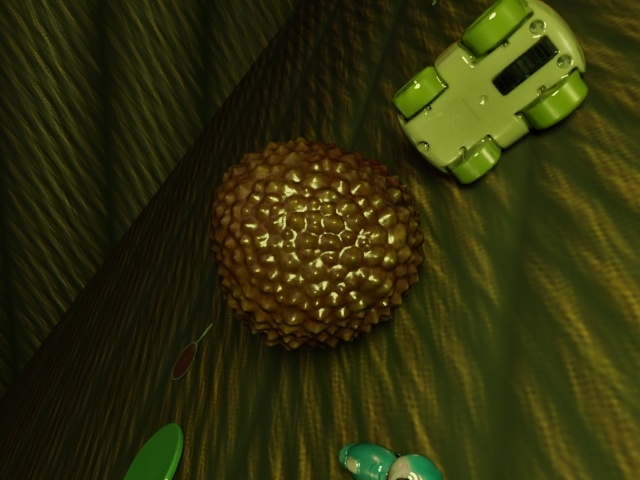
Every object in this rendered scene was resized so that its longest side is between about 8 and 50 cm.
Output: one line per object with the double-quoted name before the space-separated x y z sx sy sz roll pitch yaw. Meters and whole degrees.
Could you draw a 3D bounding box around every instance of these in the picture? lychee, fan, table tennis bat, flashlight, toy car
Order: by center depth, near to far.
"flashlight" 0.062 0.218 0.525 0.129 0.051 0.051 -15 44 61
"lychee" 0.000 0.000 0.680 0.267 0.267 0.268 -39 29 26
"toy car" 0.215 -0.202 0.724 0.235 0.145 0.235 -42 8 7
"table tennis bat" -0.272 0.398 0.868 0.160 0.039 0.257 -44 22 18
"fan" -0.250 0.215 1.091 0.133 0.005 0.085 -54 25 0

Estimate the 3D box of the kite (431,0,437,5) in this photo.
"kite" 0.341 -0.616 1.146 0.335 0.011 0.314 -48 26 12
